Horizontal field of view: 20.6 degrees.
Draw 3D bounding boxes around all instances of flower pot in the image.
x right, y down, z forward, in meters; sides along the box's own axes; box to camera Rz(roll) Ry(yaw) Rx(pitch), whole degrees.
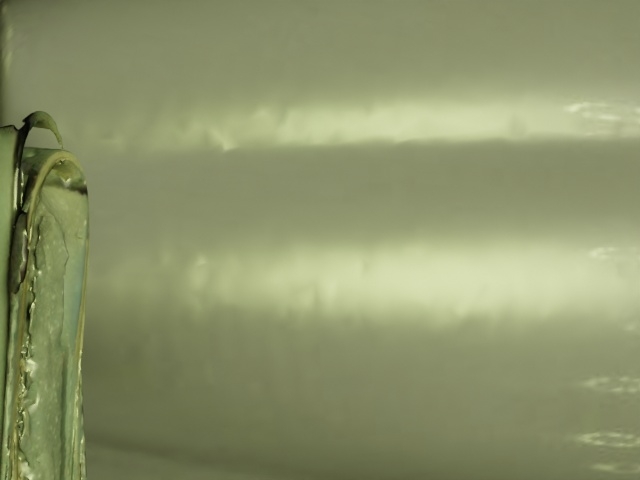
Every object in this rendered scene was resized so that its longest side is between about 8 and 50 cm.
[{"bbox_3d":[0.000,0.000,0.618,0.243,0.265,0.265,3,83,-13],"label":"flower pot"}]

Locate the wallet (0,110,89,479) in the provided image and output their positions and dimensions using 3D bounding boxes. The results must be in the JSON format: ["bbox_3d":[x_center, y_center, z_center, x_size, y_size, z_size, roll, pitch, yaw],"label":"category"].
[{"bbox_3d":[-0.179,0.044,0.493,0.069,0.231,0.170,10,84,-75],"label":"wallet"}]
